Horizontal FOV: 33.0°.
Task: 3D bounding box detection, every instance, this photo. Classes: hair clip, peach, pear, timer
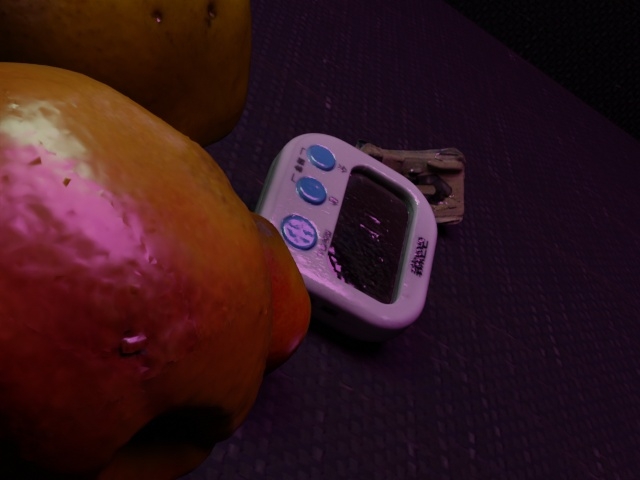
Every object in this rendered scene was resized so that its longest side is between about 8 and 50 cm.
[{"bbox_3d":[0.117,-0.082,1.672,0.091,0.138,0.321,1,1,37],"label":"hair clip"},{"bbox_3d":[-0.111,0.060,1.098,0.190,0.192,0.190,-19,90,-87],"label":"peach"},{"bbox_3d":[-0.249,-0.256,1.165,0.418,0.362,0.362,61,21,-14],"label":"pear"},{"bbox_3d":[0.028,-0.002,1.359,0.237,0.087,0.262,31,46,-15],"label":"timer"},{"bbox_3d":[-0.213,0.022,0.814,0.372,0.290,0.373,29,23,-14],"label":"peach"}]
